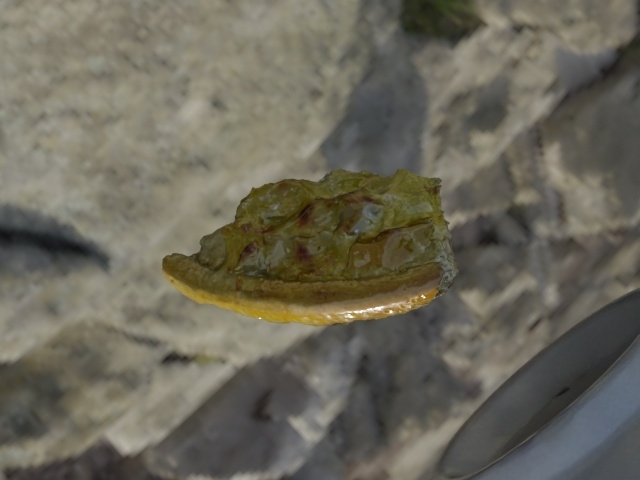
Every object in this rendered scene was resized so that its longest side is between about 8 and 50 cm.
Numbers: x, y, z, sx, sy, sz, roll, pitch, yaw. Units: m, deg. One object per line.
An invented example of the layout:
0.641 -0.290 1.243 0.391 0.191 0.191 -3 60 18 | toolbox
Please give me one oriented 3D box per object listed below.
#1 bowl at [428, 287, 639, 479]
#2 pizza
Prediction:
0.150 0.122 0.853 0.345 0.157 0.345 -41 -175 4 | bowl
0.000 0.000 0.912 0.099 0.160 0.035 -59 139 -34 | pizza
